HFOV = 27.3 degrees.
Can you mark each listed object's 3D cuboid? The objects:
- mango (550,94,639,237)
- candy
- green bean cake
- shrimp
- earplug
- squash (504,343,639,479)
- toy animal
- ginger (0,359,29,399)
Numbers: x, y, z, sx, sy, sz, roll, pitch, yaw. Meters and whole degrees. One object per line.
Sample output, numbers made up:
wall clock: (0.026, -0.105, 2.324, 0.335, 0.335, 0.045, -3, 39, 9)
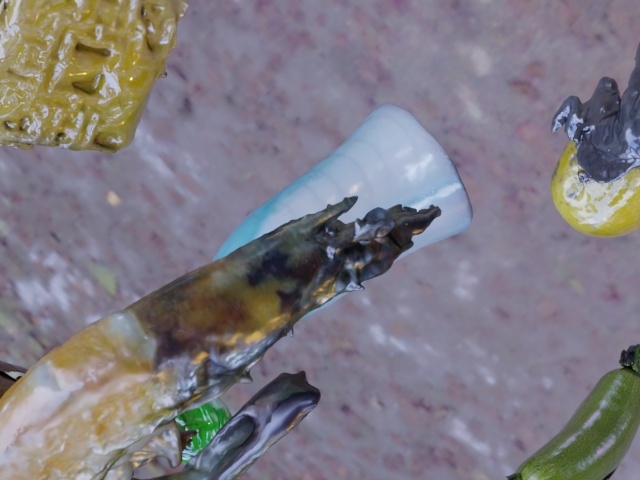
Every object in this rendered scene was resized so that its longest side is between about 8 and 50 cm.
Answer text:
mango: (0.295, -0.082, 1.202, 0.098, 0.195, 0.137, 46, 161, 27)
candy: (-0.091, 0.303, 1.532, 0.323, 0.097, 0.097, 54, 153, 29)
green bean cake: (-0.269, -0.209, 1.372, 0.131, 0.229, 0.224, 44, 117, 43)
shrimp: (-0.075, 0.115, 1.058, 0.085, 0.445, 0.272, 46, 168, 38)
earplug: (0.000, 0.000, 1.565, 0.185, 0.324, 0.185, 50, 166, 18)
squash: (0.280, 0.212, 1.379, 0.071, 0.318, 0.080, 16, 123, 33)
toy animal: (0.273, -0.102, 0.973, 0.084, 0.148, 0.232, 37, 168, -23)
ginger: (-0.385, 0.183, 1.444, 0.107, 0.133, 0.309, -8, 159, 17)
